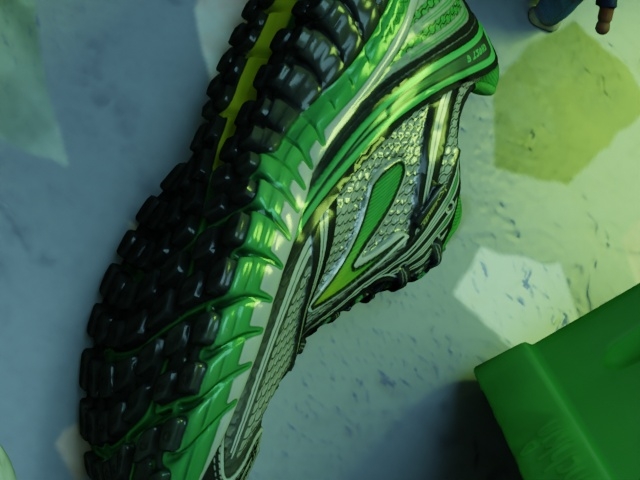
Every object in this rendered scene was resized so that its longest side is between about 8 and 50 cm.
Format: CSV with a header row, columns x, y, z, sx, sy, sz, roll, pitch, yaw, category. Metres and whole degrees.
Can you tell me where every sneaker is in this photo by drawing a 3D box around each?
x,y,z,sx,sy,sz,roll,pitch,yaw,category
0.000,0.000,0.667,0.146,0.134,0.343,35,68,-24,sneaker

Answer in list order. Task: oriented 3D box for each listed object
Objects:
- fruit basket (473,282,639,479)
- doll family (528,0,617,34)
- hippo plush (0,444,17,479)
x,y,z,sx,sy,sz,roll,pitch,yaw,category
0.179,0.215,0.620,0.283,0.392,0.392,42,63,-12,fruit basket
0.158,-0.214,0.809,0.076,0.111,0.193,-12,84,-28,doll family
-0.195,0.187,0.516,0.294,0.234,0.236,-17,61,12,hippo plush
